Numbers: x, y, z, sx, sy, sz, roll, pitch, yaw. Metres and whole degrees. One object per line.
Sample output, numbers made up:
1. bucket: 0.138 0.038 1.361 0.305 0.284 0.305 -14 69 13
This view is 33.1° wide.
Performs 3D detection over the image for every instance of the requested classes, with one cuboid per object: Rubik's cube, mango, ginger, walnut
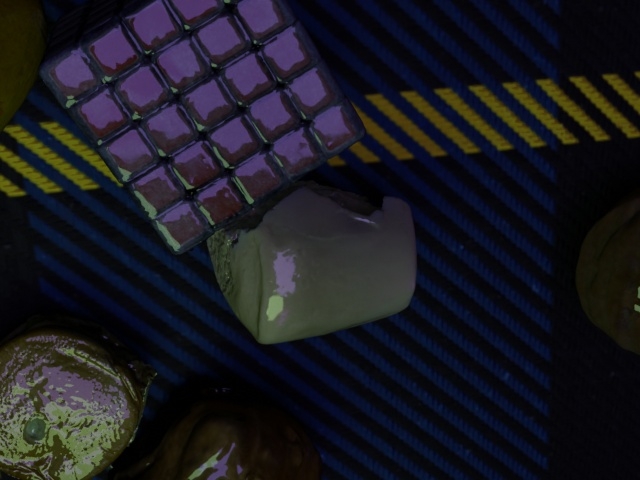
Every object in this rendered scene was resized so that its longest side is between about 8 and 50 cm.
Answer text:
1. Rubik's cube: -0.125 -0.167 1.113 0.238 0.237 0.237 -30 113 1
2. mango: -0.379 -0.160 1.119 0.130 0.167 0.262 30 106 -4
3. ginger: -0.124 0.312 1.302 0.200 0.223 0.269 36 96 -28
4. walnut: 0.409 0.033 1.297 0.213 0.213 0.213 -3 110 -9

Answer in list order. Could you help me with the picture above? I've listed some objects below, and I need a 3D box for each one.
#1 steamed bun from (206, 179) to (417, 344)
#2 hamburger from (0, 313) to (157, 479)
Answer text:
1. steamed bun: 0.000 0.000 1.224 0.226 0.200 0.170 -11 135 -18
2. hamburger: -0.312 0.181 1.271 0.215 0.122 0.189 20 99 -12
